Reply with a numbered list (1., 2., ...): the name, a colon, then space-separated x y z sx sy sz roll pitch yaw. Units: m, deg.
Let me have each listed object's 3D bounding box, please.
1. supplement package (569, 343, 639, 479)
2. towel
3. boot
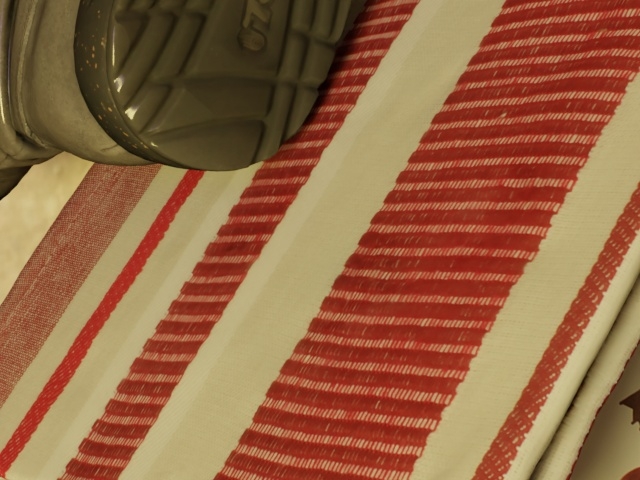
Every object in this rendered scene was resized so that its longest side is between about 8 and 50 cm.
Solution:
1. supplement package: 0.088 0.141 0.604 0.194 0.149 0.203 -38 66 21
2. towel: 0.000 0.000 0.617 0.329 0.037 0.237 3 57 55
3. boot: -0.049 -0.172 0.732 0.222 0.118 0.338 1 55 56
